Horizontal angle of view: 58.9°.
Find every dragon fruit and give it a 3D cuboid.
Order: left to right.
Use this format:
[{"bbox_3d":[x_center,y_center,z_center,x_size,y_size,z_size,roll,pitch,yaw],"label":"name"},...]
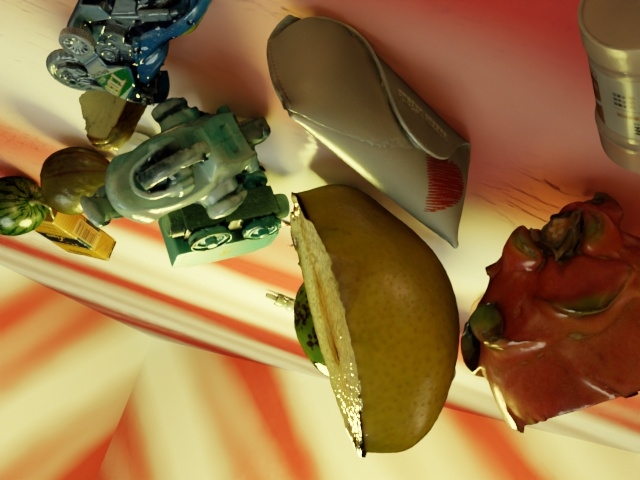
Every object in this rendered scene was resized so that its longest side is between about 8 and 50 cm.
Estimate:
[{"bbox_3d":[0.319,0.085,0.719,0.305,0.226,0.305,-22,162,-8],"label":"dragon fruit"}]

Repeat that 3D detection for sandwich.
[{"bbox_3d":[-0.293,-0.171,0.778,0.093,0.105,0.036,6,157,19],"label":"sandwich"}]

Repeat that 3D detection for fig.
[{"bbox_3d":[-0.390,-0.103,1.052,0.236,0.124,0.124,6,165,-22],"label":"fig"}]

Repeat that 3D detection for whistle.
[{"bbox_3d":[-0.110,0.173,1.601,0.100,0.035,0.035,25,158,-14],"label":"whistle"}]

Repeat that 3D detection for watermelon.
[{"bbox_3d":[-0.685,-0.082,1.289,0.187,0.141,0.141,-7,150,26],"label":"watermelon"}]

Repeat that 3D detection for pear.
[{"bbox_3d":[0.089,0.099,0.837,0.191,0.387,0.340,-12,167,-9],"label":"pear"}]

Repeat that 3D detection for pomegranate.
[{"bbox_3d":[0.080,0.143,1.104,0.254,0.270,0.254,50,-172,-9],"label":"pomegranate"}]

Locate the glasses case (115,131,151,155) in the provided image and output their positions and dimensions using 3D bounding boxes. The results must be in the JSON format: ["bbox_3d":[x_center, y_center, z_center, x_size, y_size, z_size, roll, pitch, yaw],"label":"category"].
[{"bbox_3d":[-0.290,-0.124,0.970,0.074,0.049,0.193,14,160,8],"label":"glasses case"}]

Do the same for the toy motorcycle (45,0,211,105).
[{"bbox_3d":[-0.205,-0.217,0.616,0.135,0.092,0.254,20,152,-32],"label":"toy motorcycle"}]

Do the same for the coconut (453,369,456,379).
[{"bbox_3d":[0.208,0.292,1.363,0.244,0.239,0.239,2,154,40],"label":"coconut"}]

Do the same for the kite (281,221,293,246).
[{"bbox_3d":[0.000,0.001,1.106,0.189,0.009,0.232,22,159,-12],"label":"kite"}]

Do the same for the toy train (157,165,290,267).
[{"bbox_3d":[-0.158,-0.032,0.912,0.203,0.112,0.163,-11,161,-27],"label":"toy train"}]

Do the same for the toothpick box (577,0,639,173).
[{"bbox_3d":[0.259,-0.131,0.435,0.098,0.099,0.149,3,154,34],"label":"toothpick box"}]

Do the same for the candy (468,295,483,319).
[{"bbox_3d":[0.415,0.181,1.105,0.255,0.095,0.255,16,159,6],"label":"candy"}]

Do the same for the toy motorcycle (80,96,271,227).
[{"bbox_3d":[-0.175,-0.088,0.699,0.206,0.260,0.154,-22,102,25],"label":"toy motorcycle"}]

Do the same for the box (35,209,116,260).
[{"bbox_3d":[-0.674,-0.032,1.501,0.152,0.070,0.237,10,156,20],"label":"box"}]

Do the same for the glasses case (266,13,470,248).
[{"bbox_3d":[0.076,-0.110,0.601,0.083,0.128,0.308,-32,132,33],"label":"glasses case"}]
